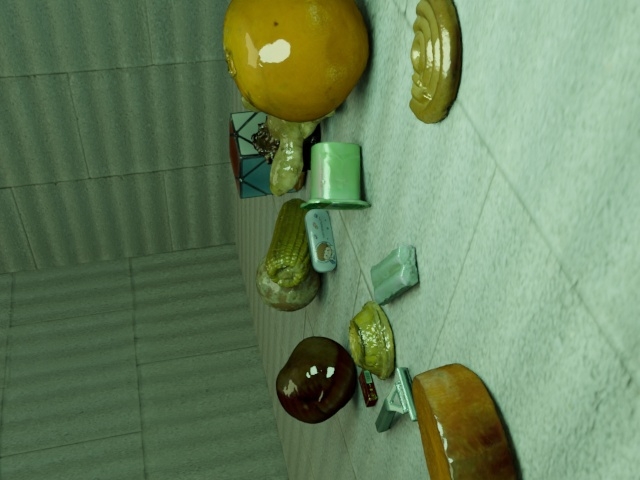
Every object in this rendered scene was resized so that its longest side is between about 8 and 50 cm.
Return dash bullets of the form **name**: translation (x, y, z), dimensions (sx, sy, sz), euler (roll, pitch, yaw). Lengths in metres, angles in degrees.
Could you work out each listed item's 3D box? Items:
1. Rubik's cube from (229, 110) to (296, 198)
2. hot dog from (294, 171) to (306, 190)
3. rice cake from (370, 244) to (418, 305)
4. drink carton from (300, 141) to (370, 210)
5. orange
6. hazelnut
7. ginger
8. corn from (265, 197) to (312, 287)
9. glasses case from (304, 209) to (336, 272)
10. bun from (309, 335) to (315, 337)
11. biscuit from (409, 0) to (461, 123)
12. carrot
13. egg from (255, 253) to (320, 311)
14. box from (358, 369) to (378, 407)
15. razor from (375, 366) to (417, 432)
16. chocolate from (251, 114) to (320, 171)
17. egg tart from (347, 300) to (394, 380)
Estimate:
- **Rubik's cube**: translation (-0.180, -0.282, 2.258), dimensions (0.205, 0.204, 0.207), euler (99, 158, -52)
- **hot dog**: translation (-0.066, -0.214, 2.165), dimensions (0.062, 0.038, 0.144), euler (59, 154, 33)
- **rice cake**: translation (0.145, 0.072, 1.405), dimensions (0.226, 0.040, 0.085), euler (125, 136, -71)
- **drink carton**: translation (0.036, -0.143, 1.576), dimensions (0.146, 0.143, 0.143), euler (160, 112, -76)
- **orange**: translation (-0.050, -0.396, 1.429), dimensions (0.312, 0.311, 0.313), euler (173, 90, -77)
- **hazelnut**: translation (-0.006, 0.382, 1.879), dimensions (0.229, 0.229, 0.230), euler (173, 90, -77)
- **ginger**: translation (-0.070, -0.350, 1.818), dimensions (0.348, 0.122, 0.363), euler (-41, 50, 43)
- **corn**: translation (-0.080, -0.003, 2.025), dimensions (0.345, 0.131, 0.131), euler (-83, -4, -53)
- **glasses case**: translation (0.000, 0.000, 1.933), dimensions (0.045, 0.067, 0.179), euler (136, 126, -73)
- **bun**: translation (-0.019, 0.347, 2.264), dimensions (0.083, 0.045, 0.084), euler (173, 90, -74)
- **biscuit**: translation (0.176, -0.277, 1.094), dimensions (0.145, 0.033, 0.224), euler (-114, 20, -52)
- **carrot**: translation (0.221, 0.336, 1.147), dimensions (0.307, 0.100, 0.259), euler (-115, 19, -75)
- **egg**: translation (-0.096, 0.121, 2.144), dimensions (0.245, 0.203, 0.204), euler (-161, 64, -68)
- **box**: translation (0.117, 0.365, 1.729), dimensions (0.052, 0.023, 0.082), euler (100, 159, -55)
- **razor**: translation (0.151, 0.371, 1.513), dimensions (0.278, 0.056, 0.111), euler (106, 152, -60)
- **chocolate**: translation (-0.106, -0.300, 1.991), dimensions (0.206, 0.176, 0.224), euler (100, 157, -53)
- **egg tart**: translation (0.109, 0.229, 1.586), dimensions (0.191, 0.074, 0.192), euler (171, 90, -79)
